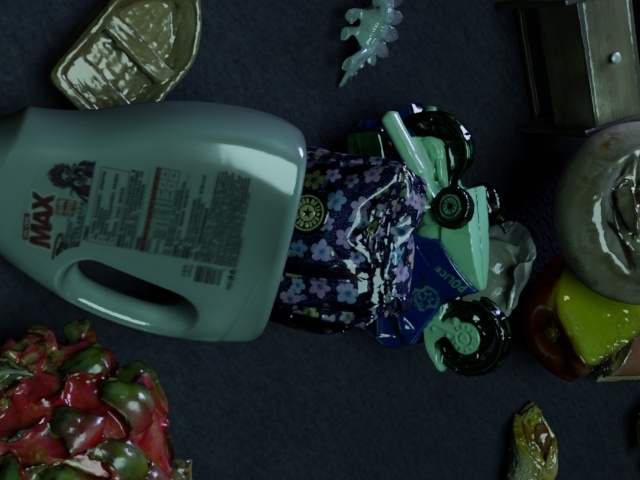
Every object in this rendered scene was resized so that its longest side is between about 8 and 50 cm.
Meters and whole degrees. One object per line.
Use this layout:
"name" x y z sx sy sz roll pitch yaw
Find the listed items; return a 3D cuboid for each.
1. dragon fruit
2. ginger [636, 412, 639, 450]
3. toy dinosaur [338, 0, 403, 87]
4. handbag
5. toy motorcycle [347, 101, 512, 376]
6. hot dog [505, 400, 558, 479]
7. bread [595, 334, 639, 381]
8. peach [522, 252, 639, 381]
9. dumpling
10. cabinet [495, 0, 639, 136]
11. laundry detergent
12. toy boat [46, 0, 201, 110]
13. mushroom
"dragon fruit" -0.254 0.233 1.441 0.231 0.237 0.302 -27 101 -21
"ginger" 0.565 0.221 2.018 0.299 0.065 0.118 -36 126 -20
"toy dinosaur" 0.071 -0.274 1.656 0.082 0.039 0.209 -5 124 -56
"handbag" 0.000 0.000 1.580 0.127 0.229 0.207 14 86 -68
"toy motorcycle" 0.118 0.004 1.667 0.125 0.196 0.331 -16 95 -59
"hot dog" 0.284 0.302 1.866 0.078 0.061 0.168 6 94 -32
"bread" 0.470 0.137 1.945 0.192 0.067 0.119 2 88 -23
"peach" 0.374 0.067 1.832 0.267 0.159 0.154 -32 88 -23
"dumpling" 0.208 0.054 1.751 0.188 0.127 0.108 -50 130 -19
"cabinet" 0.364 -0.242 1.790 0.215 0.148 0.174 -18 105 -27
"laundry detergent" -0.232 -0.033 1.445 0.398 0.124 0.264 9 115 -11
"toy boat" -0.205 -0.206 1.510 0.116 0.061 0.188 47 73 -25
"mushroom" 0.393 -0.034 1.693 0.227 0.178 0.226 4 81 -24
